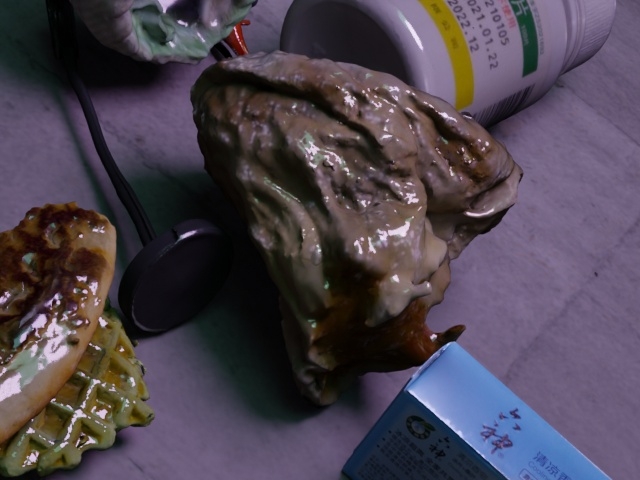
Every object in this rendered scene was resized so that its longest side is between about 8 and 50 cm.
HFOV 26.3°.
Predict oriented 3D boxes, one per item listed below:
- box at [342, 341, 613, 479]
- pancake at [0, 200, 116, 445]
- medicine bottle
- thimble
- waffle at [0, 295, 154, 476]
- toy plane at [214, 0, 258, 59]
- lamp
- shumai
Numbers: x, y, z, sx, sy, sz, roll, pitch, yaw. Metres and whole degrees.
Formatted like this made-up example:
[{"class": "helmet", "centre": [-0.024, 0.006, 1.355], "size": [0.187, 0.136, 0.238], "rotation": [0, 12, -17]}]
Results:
[{"class": "box", "centre": [0.147, 0.214, 1.146], "size": [0.232, 0.142, 0.083], "rotation": [42, 49, 10]}, {"class": "pancake", "centre": [-0.298, 0.061, 1.073], "size": [0.245, 0.057, 0.266], "rotation": [8, 43, 5]}, {"class": "medicine bottle", "centre": [0.143, -0.217, 1.429], "size": [0.340, 0.208, 0.208], "rotation": [-29, 71, -38]}, {"class": "thimble", "centre": [-0.146, -0.272, 1.276], "size": [0.219, 0.219, 0.150], "rotation": [-18, 63, -34]}, {"class": "waffle", "centre": [-0.245, 0.098, 1.112], "size": [0.208, 0.054, 0.214], "rotation": [-15, 57, -29]}, {"class": "toy plane", "centre": [-0.101, -0.217, 1.406], "size": [0.126, 0.077, 0.194], "rotation": [8, 51, -36]}, {"class": "lamp", "centre": [-0.170, -0.089, 1.270], "size": [0.109, 0.130, 0.371], "rotation": [-13, 51, -11]}, {"class": "shumai", "centre": [0.000, 0.000, 1.199], "size": [0.314, 0.267, 0.262], "rotation": [27, 69, -15]}]
